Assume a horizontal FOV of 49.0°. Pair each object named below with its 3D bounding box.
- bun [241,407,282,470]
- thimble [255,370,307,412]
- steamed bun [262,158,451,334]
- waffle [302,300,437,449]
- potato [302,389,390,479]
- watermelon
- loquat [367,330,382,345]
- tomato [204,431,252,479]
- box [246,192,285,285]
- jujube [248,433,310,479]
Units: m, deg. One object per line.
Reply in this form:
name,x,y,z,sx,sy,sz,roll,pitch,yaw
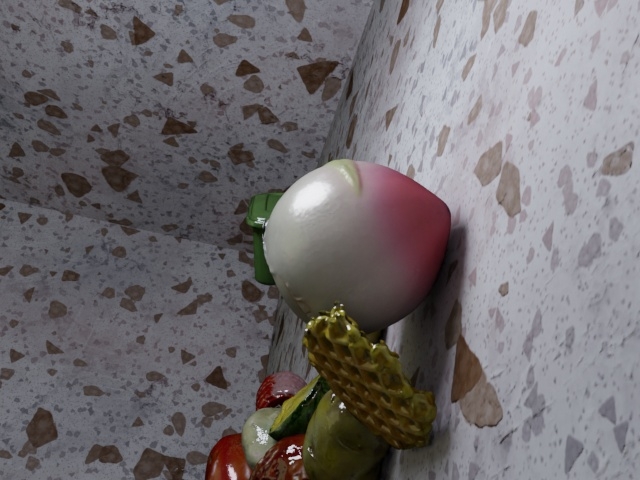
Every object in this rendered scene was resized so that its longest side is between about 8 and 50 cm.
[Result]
bun,-0.087,0.517,1.765,0.141,0.239,0.239,-45,20,21
thimble,-0.118,0.509,2.178,0.125,0.163,0.190,-100,23,-68
steamed bun,0.083,0.000,1.150,0.309,0.309,0.309,-167,90,-83
waffle,0.068,0.214,1.056,0.052,0.254,0.245,-40,-14,-26
potato,0.046,0.356,1.249,0.154,0.137,0.200,-94,20,-65
watermelon,-0.016,0.402,1.641,0.232,0.127,0.204,-48,-5,41
loquat,0.054,0.171,1.461,0.152,0.152,0.195,-87,5,-55
tomato,-0.208,0.731,2.051,0.290,0.293,0.325,-61,23,25
box,0.000,0.000,1.584,0.253,0.328,0.178,-96,8,-74
jujube,-0.061,0.550,1.495,0.197,0.197,0.290,-101,31,-73
